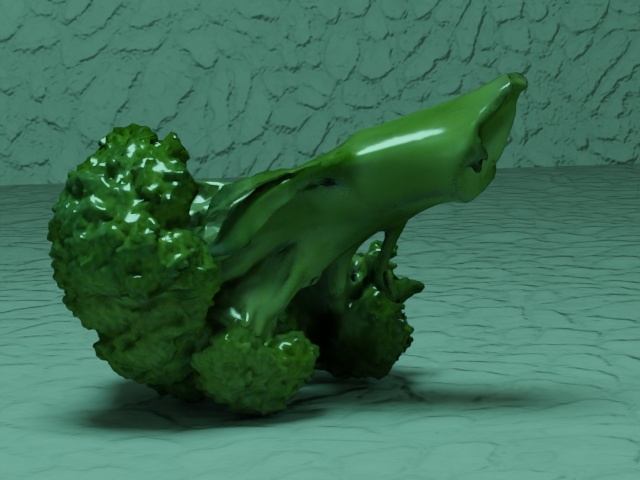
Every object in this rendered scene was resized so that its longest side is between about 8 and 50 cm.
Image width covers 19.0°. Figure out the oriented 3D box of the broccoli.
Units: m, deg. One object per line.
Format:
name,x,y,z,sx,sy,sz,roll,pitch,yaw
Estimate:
broccoli,-0.016,0.030,1.259,0.302,0.186,0.254,-1,-33,3
